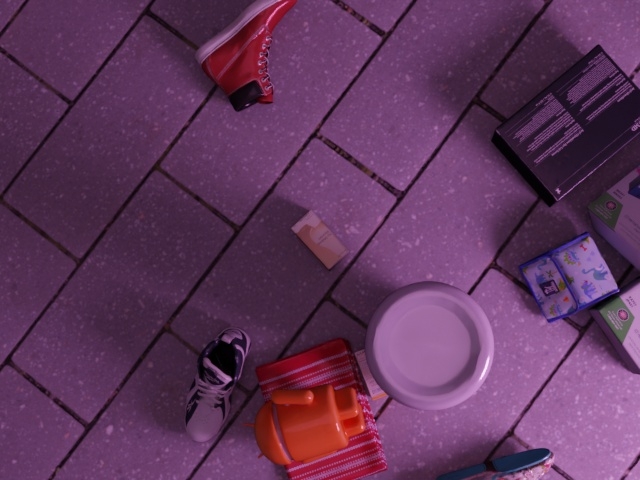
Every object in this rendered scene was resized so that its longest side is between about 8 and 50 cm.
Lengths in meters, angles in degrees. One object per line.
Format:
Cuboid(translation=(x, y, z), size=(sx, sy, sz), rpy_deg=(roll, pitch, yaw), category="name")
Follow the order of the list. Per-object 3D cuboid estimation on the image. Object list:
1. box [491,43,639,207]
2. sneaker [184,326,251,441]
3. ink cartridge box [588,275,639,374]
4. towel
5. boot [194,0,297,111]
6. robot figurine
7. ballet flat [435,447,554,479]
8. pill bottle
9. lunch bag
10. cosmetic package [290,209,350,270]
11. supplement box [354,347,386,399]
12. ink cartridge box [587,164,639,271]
Cuboid(translation=(0.493, -0.219, 1.777), size=(0.261, 0.103, 0.184), rpy_deg=(-39, 80, -1), category="box")
Cuboid(translation=(-0.209, 0.277, 1.756), size=(0.094, 0.153, 0.235), rpy_deg=(28, 87, 8), category="sneaker")
Cuboid(translation=(0.645, 0.136, 1.737), size=(0.208, 0.087, 0.153), rpy_deg=(-34, 83, 0), category="ink cartridge box")
Cuboid(translation=(0.000, 0.346, 1.795), size=(0.199, 0.031, 0.275), rpy_deg=(-18, 83, 3), category="towel")
Cuboid(translation=(-0.110, -0.379, 1.850), size=(0.244, 0.088, 0.176), rpy_deg=(-40, 83, 8), category="boot")
Cuboid(translation=(-0.030, 0.344, 1.720), size=(0.219, 0.158, 0.128), rpy_deg=(-18, 69, 5), category="robot figurine")
Cuboid(translation=(0.333, 0.459, 1.739), size=(0.241, 0.091, 0.077), rpy_deg=(-17, 100, 9), category="ballet flat")
Cuboid(translation=(0.188, 0.186, 1.628), size=(0.210, 0.363, 0.210), rpy_deg=(-1, 84, 5), category="pill bottle")
Cuboid(translation=(0.476, 0.071, 1.759), size=(0.151, 0.096, 0.129), rpy_deg=(-28, 85, 16), category="lunch bag")
Cuboid(translation=(0.000, 0.000, 1.823), size=(0.060, 0.041, 0.115), rpy_deg=(-44, 83, -1), category="cosmetic package")
Cuboid(translation=(0.100, 0.257, 1.780), size=(0.036, 0.062, 0.098), rpy_deg=(-21, 82, 4), category="supplement box")
Cuboid(translation=(0.639, -0.063, 1.726), size=(0.212, 0.093, 0.154), rpy_deg=(-36, 50, -1), category="ink cartridge box")
